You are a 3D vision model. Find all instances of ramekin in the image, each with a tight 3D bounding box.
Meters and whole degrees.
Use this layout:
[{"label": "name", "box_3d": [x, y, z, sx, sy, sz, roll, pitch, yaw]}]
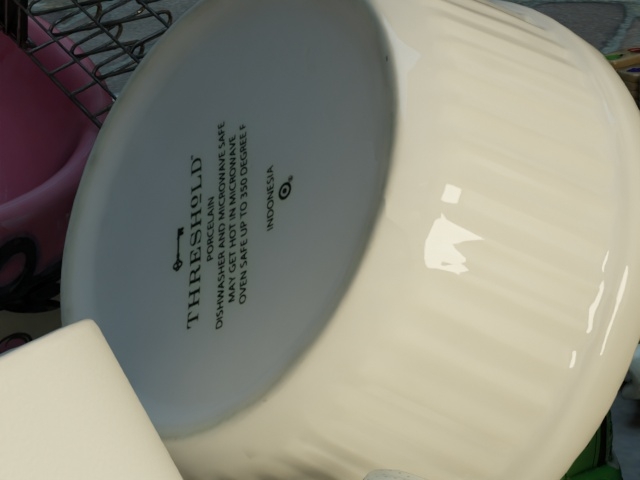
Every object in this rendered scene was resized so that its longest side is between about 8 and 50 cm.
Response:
[{"label": "ramekin", "box_3d": [0.000, 0.000, 0.640, 0.127, 0.273, 0.273, 24, 0, -40]}]

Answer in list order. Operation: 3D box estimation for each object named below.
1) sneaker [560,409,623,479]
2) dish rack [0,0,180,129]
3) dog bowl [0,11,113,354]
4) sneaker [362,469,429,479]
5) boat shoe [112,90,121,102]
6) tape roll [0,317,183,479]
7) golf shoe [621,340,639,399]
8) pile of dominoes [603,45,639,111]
[{"label": "sneaker", "box_3d": [0.045, 0.041, 0.795, 0.134, 0.146, 0.343, -16, 23, -27]}, {"label": "dish rack", "box_3d": [-0.111, -0.151, 0.814, 0.074, 0.208, 0.271, -27, 57, -35]}, {"label": "dog bowl", "box_3d": [-0.301, -0.037, 0.884, 0.408, 0.150, 0.408, 11, 32, -7]}, {"label": "sneaker", "box_3d": [-0.017, 0.174, 0.468, 0.322, 0.130, 0.236, -3, 26, -4]}, {"label": "boat shoe", "box_3d": [-0.192, -0.069, 1.175, 0.094, 0.109, 0.302, 6, 21, 38]}, {"label": "tape roll", "box_3d": [-0.177, 0.134, 0.490, 0.286, 0.100, 0.286, -30, 0, 0]}, {"label": "golf shoe", "box_3d": [0.158, 0.013, 0.907, 0.120, 0.105, 0.273, -23, 26, -22]}, {"label": "pile of dominoes", "box_3d": [0.340, -0.127, 1.304, 0.196, 0.040, 0.251, -17, 24, -28]}]
